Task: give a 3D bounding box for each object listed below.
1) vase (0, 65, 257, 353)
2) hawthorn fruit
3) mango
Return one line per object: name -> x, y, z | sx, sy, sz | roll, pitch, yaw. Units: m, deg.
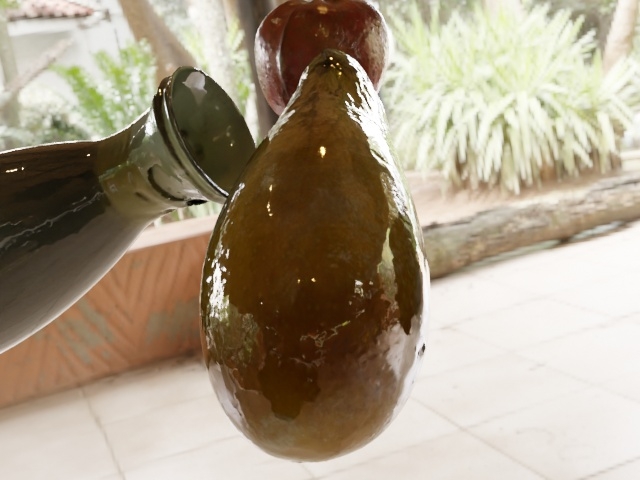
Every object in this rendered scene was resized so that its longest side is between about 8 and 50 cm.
vase -> -0.212, -0.024, 0.769 | 0.321, 0.173, 0.173 | -23, 5, 21
hawthorn fruit -> 0.003, -0.162, 0.814 | 0.128, 0.128, 0.128 | -10, 10, 2
mango -> 0.000, 0.000, 0.615 | 0.146, 0.193, 0.316 | 0, 51, 3
